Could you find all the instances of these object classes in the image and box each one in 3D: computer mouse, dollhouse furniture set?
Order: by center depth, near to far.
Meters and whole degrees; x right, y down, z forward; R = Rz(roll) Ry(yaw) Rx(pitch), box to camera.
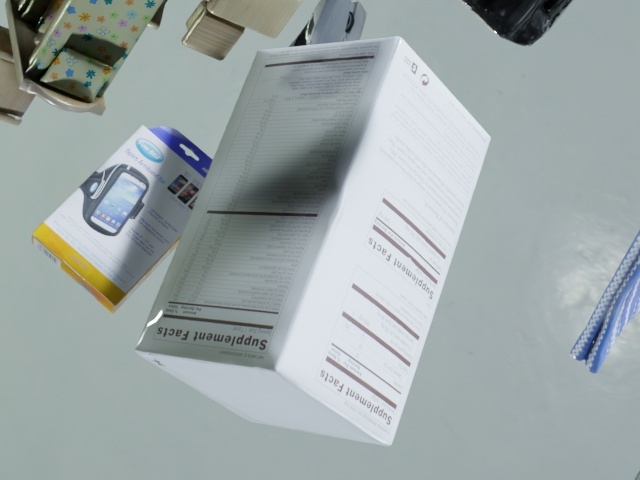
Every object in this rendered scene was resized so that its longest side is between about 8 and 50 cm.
[{"bbox_3d":[-0.121,-0.114,0.794,0.182,0.160,0.101,-50,41,30],"label":"dollhouse furniture set"},{"bbox_3d":[0.021,-0.216,1.248,0.042,0.106,0.193,43,107,38],"label":"computer mouse"}]

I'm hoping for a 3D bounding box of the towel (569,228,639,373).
[{"bbox_3d":[0.350,-0.039,1.092,0.040,0.336,0.243,33,129,19],"label":"towel"}]

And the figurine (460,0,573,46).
[{"bbox_3d":[0.106,-0.253,0.643,0.215,0.092,0.209,42,118,0],"label":"figurine"}]

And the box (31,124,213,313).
[{"bbox_3d":[-0.138,-0.022,0.890,0.081,0.028,0.136,41,66,2],"label":"box"}]

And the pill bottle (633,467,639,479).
[{"bbox_3d":[0.383,0.324,1.390,0.078,0.078,0.137,19,57,30],"label":"pill bottle"}]

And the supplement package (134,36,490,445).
[{"bbox_3d":[0.000,0.000,0.838,0.139,0.134,0.244,3,65,41],"label":"supplement package"}]
